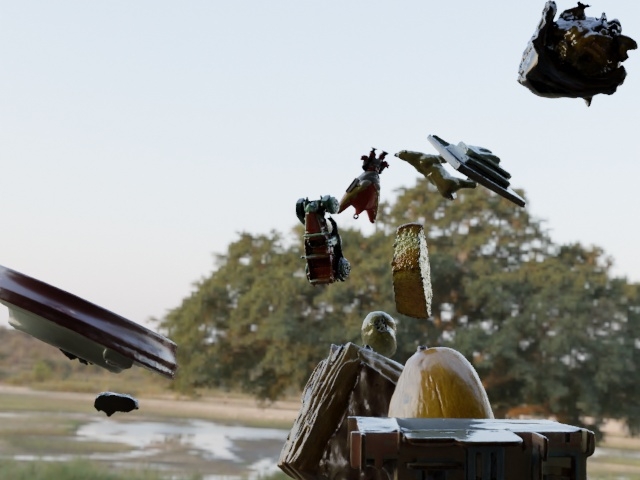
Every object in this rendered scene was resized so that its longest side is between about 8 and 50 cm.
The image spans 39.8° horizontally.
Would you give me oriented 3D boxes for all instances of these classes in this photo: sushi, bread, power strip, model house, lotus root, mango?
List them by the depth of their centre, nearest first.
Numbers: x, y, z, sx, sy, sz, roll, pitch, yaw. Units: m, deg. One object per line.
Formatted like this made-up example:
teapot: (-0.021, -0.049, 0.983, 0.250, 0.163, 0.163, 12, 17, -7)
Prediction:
model house: (0.197, 0.365, 1.186, 0.326, 0.244, 0.169, 2, 1, -5)
mango: (0.193, 0.339, 1.392, 0.187, 0.359, 0.144, -16, -25, 34)
bread: (0.164, 0.057, 1.576, 0.066, 0.103, 0.187, 3, -39, 14)
sushi: (-0.389, 0.315, 1.696, 0.083, 0.044, 0.046, 8, -4, 0)
bread: (0.076, 0.400, 1.807, 0.192, 0.314, 0.370, 4, -29, 48)
sushi: (0.534, -0.390, 1.853, 0.204, 0.199, 0.213, 16, 28, 3)
power strip: (0.351, -0.167, 1.918, 0.213, 0.064, 0.198, 25, 16, -27)
lotus root: (0.130, 0.215, 1.960, 0.077, 0.090, 0.183, -2, -20, 6)

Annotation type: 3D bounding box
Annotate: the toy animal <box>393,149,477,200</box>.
toy animal: (0.304, -0.183, 2.375, 0.101, 0.218, 0.103, -20, -29, -48)

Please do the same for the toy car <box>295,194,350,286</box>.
toy car: (0.000, 0.000, 1.402, 0.073, 0.143, 0.054, -6, 8, 28)

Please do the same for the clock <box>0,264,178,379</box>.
clock: (-0.349, 0.126, 1.251, 0.319, 0.080, 0.318, 21, -13, 5)

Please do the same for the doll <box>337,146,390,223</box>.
doll: (0.104, -0.127, 2.003, 0.109, 0.169, 0.057, 14, 5, -31)
